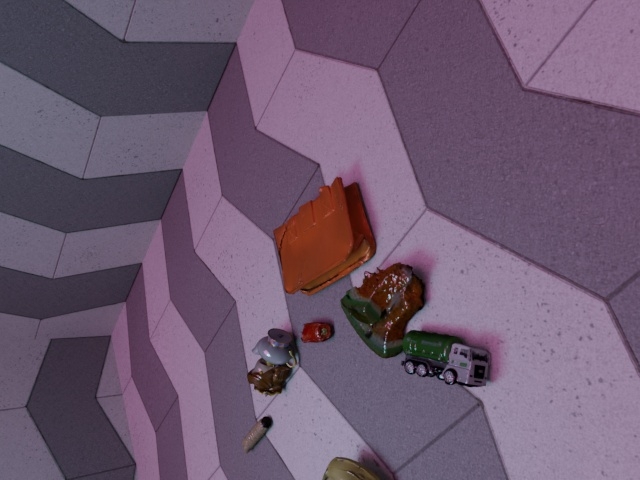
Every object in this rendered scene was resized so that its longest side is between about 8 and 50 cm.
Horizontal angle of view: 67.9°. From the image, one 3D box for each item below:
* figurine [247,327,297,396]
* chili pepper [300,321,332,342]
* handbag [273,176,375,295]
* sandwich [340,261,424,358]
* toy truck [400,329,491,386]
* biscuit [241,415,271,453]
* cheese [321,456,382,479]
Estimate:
[{"bbox_3d":[-0.190,0.476,1.826,0.189,0.142,0.263,26,108,25],"label":"figurine"},{"bbox_3d":[-0.013,0.328,1.682,0.123,0.073,0.070,-17,115,51],"label":"chili pepper"},{"bbox_3d":[0.000,0.000,1.673,0.410,0.116,0.303,-36,57,42],"label":"handbag"},{"bbox_3d":[0.176,0.187,1.396,0.250,0.162,0.301,56,129,33],"label":"sandwich"},{"bbox_3d":[0.321,0.309,1.257,0.242,0.101,0.125,0,74,53],"label":"toy truck"},{"bbox_3d":[-0.265,0.794,1.942,0.219,0.055,0.061,-56,28,33],"label":"biscuit"},{"bbox_3d":[0.128,0.804,1.390,0.316,0.128,0.259,24,113,35],"label":"cheese"}]
